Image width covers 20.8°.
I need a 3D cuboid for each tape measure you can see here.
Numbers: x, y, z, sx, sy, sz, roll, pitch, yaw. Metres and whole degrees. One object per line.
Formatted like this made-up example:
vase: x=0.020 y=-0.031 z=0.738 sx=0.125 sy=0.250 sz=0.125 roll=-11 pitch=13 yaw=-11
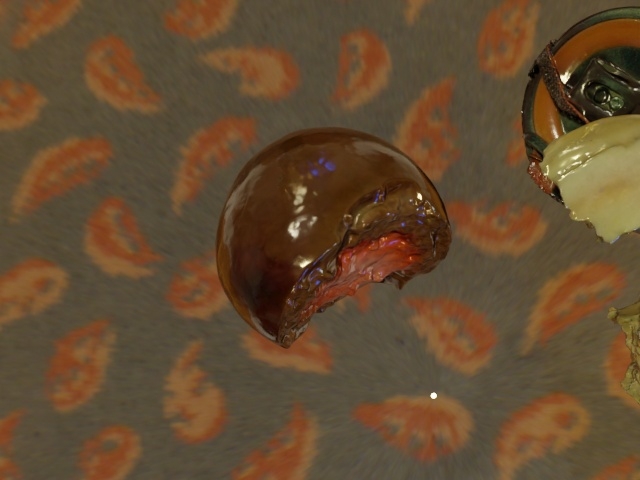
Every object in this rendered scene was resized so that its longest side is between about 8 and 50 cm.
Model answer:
tape measure: x=0.291 y=-0.108 z=1.593 sx=0.223 sy=0.135 sz=0.202 roll=31 pitch=94 yaw=27

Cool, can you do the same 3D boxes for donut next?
donut: x=0.187 y=0.000 z=0.935 sx=0.108 sy=0.065 sz=0.166 roll=-26 pitch=107 yaw=-2

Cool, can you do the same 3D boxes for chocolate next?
chocolate: x=0.000 y=0.000 z=0.994 sx=0.127 sy=0.133 sz=0.124 roll=16 pitch=106 yaw=23
